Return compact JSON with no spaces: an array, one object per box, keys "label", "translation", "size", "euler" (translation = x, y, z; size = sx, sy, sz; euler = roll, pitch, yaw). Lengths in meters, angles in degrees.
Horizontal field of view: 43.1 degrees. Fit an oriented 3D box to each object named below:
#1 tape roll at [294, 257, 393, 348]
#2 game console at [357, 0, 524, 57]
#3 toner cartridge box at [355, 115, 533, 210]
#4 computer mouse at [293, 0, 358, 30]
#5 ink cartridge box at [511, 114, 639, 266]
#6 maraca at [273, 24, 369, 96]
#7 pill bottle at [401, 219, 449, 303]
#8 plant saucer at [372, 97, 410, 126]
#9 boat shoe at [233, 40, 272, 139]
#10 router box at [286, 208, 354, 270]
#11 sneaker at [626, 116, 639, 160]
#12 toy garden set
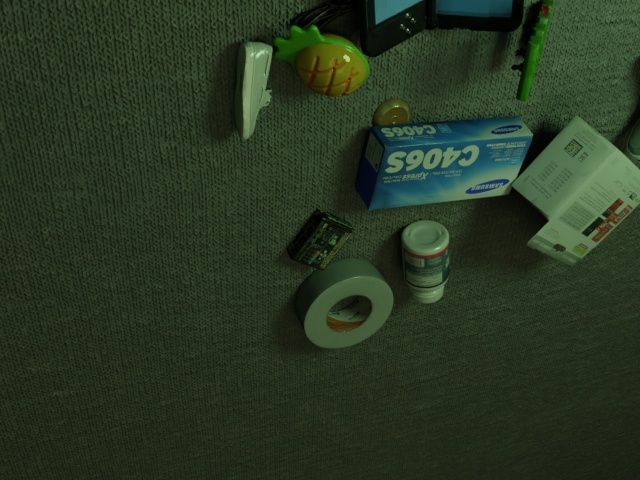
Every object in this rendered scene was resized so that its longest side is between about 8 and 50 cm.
[{"label":"tape roll","translation":[0.054,0.145,1.859],"size":[0.219,0.072,0.219],"euler":[-13,131,-15]},{"label":"game console","translation":[0.202,-0.457,1.349],"size":[0.250,0.173,0.293],"euler":[-35,138,-28]},{"label":"toner cartridge box","translation":[0.257,-0.163,1.687],"size":[0.348,0.075,0.165],"euler":[-8,136,-21]},{"label":"computer mouse","translation":[0.012,-0.470,1.336],"size":[0.184,0.060,0.262],"euler":[-27,134,-2]},{"label":"ink cartridge box","translation":[0.571,-0.098,1.818],"size":[0.272,0.130,0.309],"euler":[-49,145,16]},{"label":"maraca","translation":[0.003,-0.318,1.427],"size":[0.186,0.099,0.127],"euler":[27,142,-35]},{"label":"pill bottle","translation":[0.240,0.053,1.847],"size":[0.108,0.108,0.180],"euler":[-18,133,-11]},{"label":"plant saucer","translation":[0.145,-0.244,1.618],"size":[0.083,0.015,0.083],"euler":[-14,132,-16]},{"label":"boat shoe","translation":[-0.117,-0.266,1.447],"size":[0.063,0.066,0.184],"euler":[-6,119,-20]},{"label":"router box","translation":[0.000,0.000,1.735],"size":[0.092,0.038,0.122],"euler":[23,115,-37]},{"label":"sneaker","translation":[0.757,-0.323,1.770],"size":[0.178,0.124,0.295],"euler":[24,106,-43]},{"label":"toy garden set","translation":[0.391,-0.401,1.490],"size":[0.049,0.244,0.204],"euler":[14,127,13]}]
